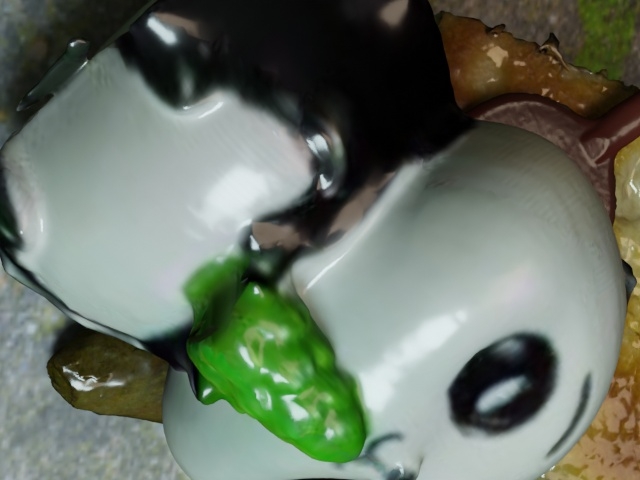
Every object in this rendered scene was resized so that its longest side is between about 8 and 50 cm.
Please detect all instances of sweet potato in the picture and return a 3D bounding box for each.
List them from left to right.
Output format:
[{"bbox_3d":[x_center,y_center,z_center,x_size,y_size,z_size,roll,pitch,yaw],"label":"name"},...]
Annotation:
[{"bbox_3d":[-0.013,0.087,0.917,0.273,0.075,0.075,26,86,-38],"label":"sweet potato"}]

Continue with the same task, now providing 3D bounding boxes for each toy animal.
[{"bbox_3d":[-0.002,0.004,0.774,0.212,0.212,0.266,-43,94,-21],"label":"toy animal"}]

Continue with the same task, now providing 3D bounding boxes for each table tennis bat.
[{"bbox_3d":[0.117,-0.035,0.900,0.155,0.019,0.098,-35,99,-17],"label":"table tennis bat"}]

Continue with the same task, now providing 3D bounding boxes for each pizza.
[{"bbox_3d":[0.140,0.018,0.959,0.226,0.086,0.335,-33,98,-22],"label":"pizza"}]
